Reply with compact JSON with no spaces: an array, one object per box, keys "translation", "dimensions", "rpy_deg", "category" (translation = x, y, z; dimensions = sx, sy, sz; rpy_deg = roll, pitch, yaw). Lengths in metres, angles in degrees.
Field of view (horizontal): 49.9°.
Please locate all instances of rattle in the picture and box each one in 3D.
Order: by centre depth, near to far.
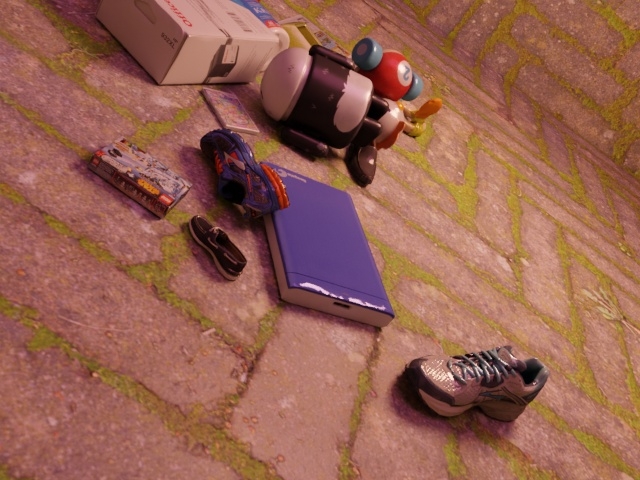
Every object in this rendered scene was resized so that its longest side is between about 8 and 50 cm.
[{"translation":[0.261,-0.400,1.957],"dimensions":[0.130,0.142,0.199],"rpy_deg":[13,41,-7],"category":"rattle"}]

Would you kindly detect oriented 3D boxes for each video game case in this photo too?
[{"translation":[-0.185,-0.264,1.405],"dimensions":[0.087,0.011,0.122],"rpy_deg":[2,45,-46],"category":"video game case"},{"translation":[-0.020,-0.575,1.998],"dimensions":[0.206,0.026,0.227],"rpy_deg":[38,29,-1],"category":"video game case"}]

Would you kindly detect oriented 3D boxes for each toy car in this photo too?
[{"translation":[0.154,-0.322,1.667],"dimensions":[0.219,0.210,0.238],"rpy_deg":[22,37,-46],"category":"toy car"}]

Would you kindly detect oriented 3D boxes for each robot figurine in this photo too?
[{"translation":[0.004,-0.304,1.498],"dimensions":[0.278,0.173,0.209],"rpy_deg":[22,31,-14],"category":"robot figurine"}]

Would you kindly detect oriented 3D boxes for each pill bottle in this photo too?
[{"translation":[-0.183,-0.519,1.643],"dimensions":[0.124,0.124,0.221],"rpy_deg":[-10,55,-53],"category":"pill bottle"}]

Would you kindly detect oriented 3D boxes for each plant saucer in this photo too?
[{"translation":[-0.030,-0.502,1.798],"dimensions":[0.188,0.045,0.188],"rpy_deg":[51,21,-9],"category":"plant saucer"}]

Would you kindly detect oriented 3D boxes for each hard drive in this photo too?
[{"translation":[0.000,0.000,1.212],"dimensions":[0.210,0.040,0.318],"rpy_deg":[19,35,-30],"category":"hard drive"}]

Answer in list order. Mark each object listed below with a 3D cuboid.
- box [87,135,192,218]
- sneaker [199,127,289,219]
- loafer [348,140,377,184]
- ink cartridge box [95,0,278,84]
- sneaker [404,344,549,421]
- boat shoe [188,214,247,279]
[{"translation":[-0.276,-0.099,1.062],"dimensions":[0.137,0.027,0.094],"rpy_deg":[35,28,-5],"category":"box"},{"translation":[-0.147,-0.116,1.173],"dimensions":[0.087,0.083,0.221],"rpy_deg":[-32,53,-22],"category":"sneaker"},{"translation":[0.102,-0.192,1.565],"dimensions":[0.062,0.061,0.170],"rpy_deg":[25,33,-24],"category":"loafer"},{"translation":[-0.272,-0.444,1.439],"dimensions":[0.223,0.129,0.307],"rpy_deg":[47,31,14],"category":"ink cartridge box"},{"translation":[0.259,0.213,1.119],"dimensions":[0.283,0.122,0.110],"rpy_deg":[13,38,-37],"category":"sneaker"},{"translation":[-0.155,0.003,1.043],"dimensions":[0.046,0.038,0.125],"rpy_deg":[-5,51,-50],"category":"boat shoe"}]
